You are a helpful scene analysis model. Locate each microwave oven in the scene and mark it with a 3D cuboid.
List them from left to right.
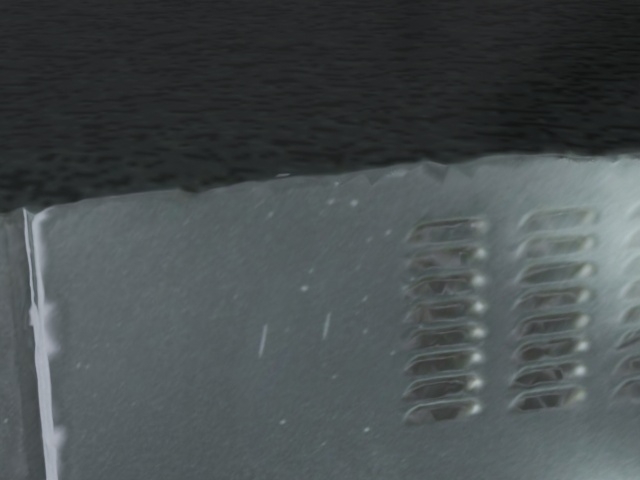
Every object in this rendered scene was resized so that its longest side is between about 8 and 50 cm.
[{"bbox_3d":[0.000,0.000,0.674,0.374,0.432,0.236,-5,114,-13],"label":"microwave oven"}]
